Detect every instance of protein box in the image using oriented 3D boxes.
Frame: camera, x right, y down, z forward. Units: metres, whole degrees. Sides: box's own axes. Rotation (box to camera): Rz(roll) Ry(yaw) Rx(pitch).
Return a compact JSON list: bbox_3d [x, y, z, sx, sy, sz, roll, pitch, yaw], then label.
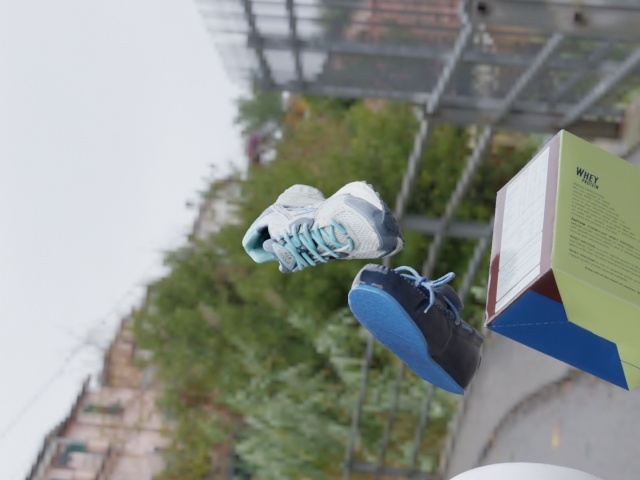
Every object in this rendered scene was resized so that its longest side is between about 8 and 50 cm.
[{"bbox_3d":[0.308,0.023,1.636,0.136,0.200,0.201,-48,24,47],"label":"protein box"}]

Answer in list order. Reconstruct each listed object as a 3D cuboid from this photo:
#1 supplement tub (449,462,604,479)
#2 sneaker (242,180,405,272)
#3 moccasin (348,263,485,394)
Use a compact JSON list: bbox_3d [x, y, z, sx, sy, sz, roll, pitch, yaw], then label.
[{"bbox_3d":[0.208,0.421,1.485,0.241,0.241,0.331,90,-170,-54],"label":"supplement tub"},{"bbox_3d":[0.000,0.000,1.897,0.283,0.122,0.110,-2,121,59],"label":"sneaker"},{"bbox_3d":[0.138,0.103,2.075,0.116,0.138,0.342,-60,-31,-13],"label":"moccasin"}]
